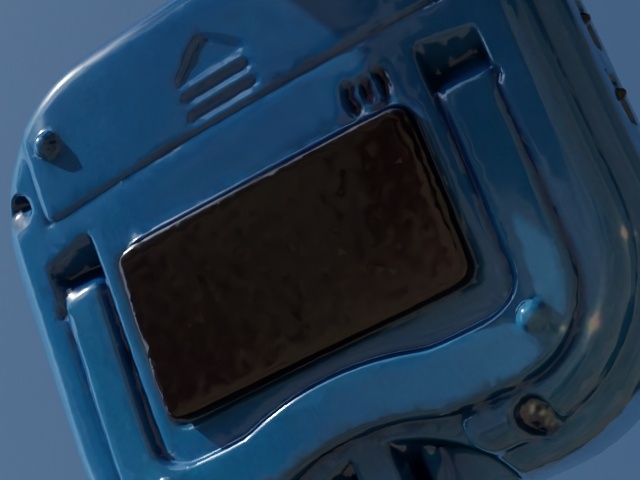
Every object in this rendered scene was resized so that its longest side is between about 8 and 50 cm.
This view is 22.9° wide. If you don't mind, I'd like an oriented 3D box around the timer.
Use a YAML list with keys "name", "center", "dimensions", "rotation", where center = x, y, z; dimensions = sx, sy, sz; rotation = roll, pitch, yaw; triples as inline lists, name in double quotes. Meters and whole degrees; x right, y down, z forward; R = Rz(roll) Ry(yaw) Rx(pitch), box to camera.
- name: "timer"
  center: [0.000, 0.000, 0.808]
  dimensions: [0.340, 0.115, 0.309]
  rotation: [-28, -107, 21]
